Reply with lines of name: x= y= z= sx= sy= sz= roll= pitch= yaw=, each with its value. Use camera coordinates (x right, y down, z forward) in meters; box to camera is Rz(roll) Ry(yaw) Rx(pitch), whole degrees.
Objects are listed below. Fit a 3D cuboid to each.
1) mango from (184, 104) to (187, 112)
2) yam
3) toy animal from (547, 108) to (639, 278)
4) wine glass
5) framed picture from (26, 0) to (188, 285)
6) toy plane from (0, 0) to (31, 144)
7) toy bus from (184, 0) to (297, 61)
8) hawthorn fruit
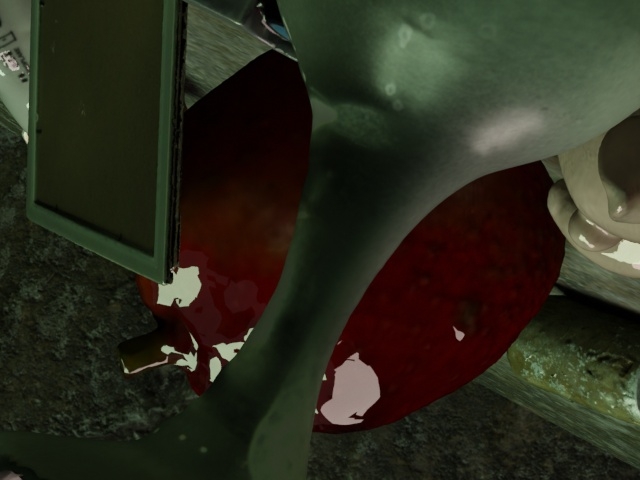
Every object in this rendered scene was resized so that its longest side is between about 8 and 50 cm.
mango: x=-0.265 y=-0.177 z=1.433 sx=0.262 sy=0.109 sz=0.157 roll=31 pitch=175 yaw=1
yam: x=0.299 y=0.128 z=1.339 sx=0.194 sy=0.107 sz=0.107 roll=21 pitch=169 yaw=48
toy animal: x=0.169 y=-0.049 z=0.630 sx=0.124 sy=0.124 sz=0.212 roll=27 pitch=172 yaw=17
wine glass: x=0.030 y=-0.041 z=0.380 sx=0.143 sy=0.321 sz=0.143 roll=24 pitch=174 yaw=3
framed picture: x=-0.131 y=-0.126 z=0.785 sx=0.017 sy=0.274 sz=0.217 roll=-4 pitch=-165 yaw=-34
toy plane: x=-0.288 y=-0.176 z=1.274 sx=0.252 sy=0.118 sz=0.252 roll=16 pitch=134 yaw=18
toy bus: x=-0.014 y=-0.150 z=0.588 sx=0.210 sy=0.126 sz=0.136 roll=28 pitch=-179 yaw=15
hawthorn fruit: x=0.000 y=0.000 z=0.853 sx=0.265 sy=0.307 sz=0.265 roll=48 pitch=154 yaw=34
